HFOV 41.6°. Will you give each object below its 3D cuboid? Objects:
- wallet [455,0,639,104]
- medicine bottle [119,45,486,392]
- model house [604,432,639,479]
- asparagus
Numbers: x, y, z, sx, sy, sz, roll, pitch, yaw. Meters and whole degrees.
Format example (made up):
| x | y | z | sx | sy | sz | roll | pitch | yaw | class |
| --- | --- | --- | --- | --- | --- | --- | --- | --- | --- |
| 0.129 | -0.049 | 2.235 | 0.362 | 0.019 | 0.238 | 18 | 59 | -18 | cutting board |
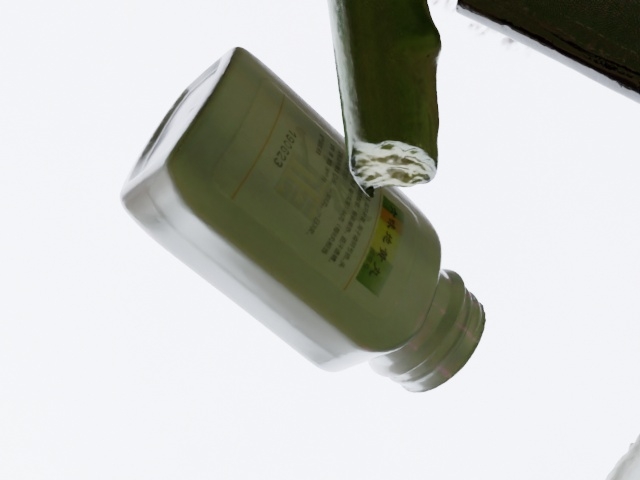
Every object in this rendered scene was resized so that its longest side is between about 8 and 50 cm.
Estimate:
| x | y | z | sx | sy | sz | roll | pitch | yaw | class |
| --- | --- | --- | --- | --- | --- | --- | --- | --- | --- |
| 0.317 | -0.236 | 0.869 | 0.318 | 0.045 | 0.172 | 35 | -97 | 18 | wallet |
| 0.000 | 0.000 | 0.725 | 0.324 | 0.124 | 0.179 | 39 | -134 | -21 | medicine bottle |
| 0.361 | 0.326 | 0.696 | 0.280 | 0.312 | 0.245 | 32 | -166 | 7 | model house |
| 0.027 | -0.162 | 0.470 | 0.060 | 0.067 | 0.278 | -14 | -82 | -39 | asparagus |
